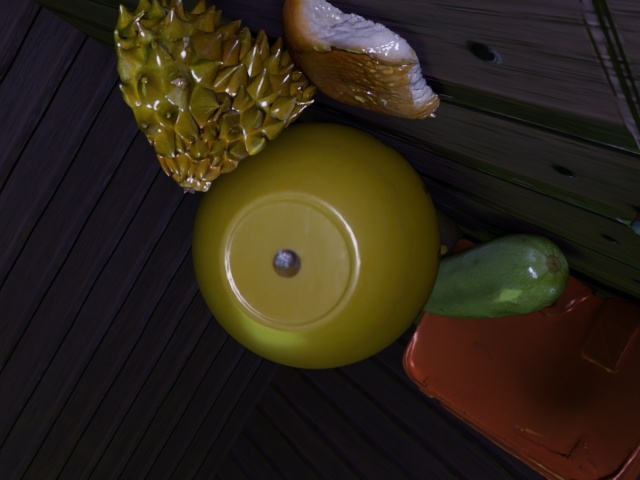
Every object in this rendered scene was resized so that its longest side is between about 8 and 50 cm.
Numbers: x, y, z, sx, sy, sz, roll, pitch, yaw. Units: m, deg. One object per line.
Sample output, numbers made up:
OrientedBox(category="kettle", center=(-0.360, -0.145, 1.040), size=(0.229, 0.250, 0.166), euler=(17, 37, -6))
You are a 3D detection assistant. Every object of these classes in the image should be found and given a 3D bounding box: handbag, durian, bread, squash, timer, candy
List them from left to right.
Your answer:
OrientedBox(category="durian", center=(-0.097, -0.145, 0.495), size=(0.186, 0.154, 0.260), euler=(42, -169, -27))
OrientedBox(category="timer", center=(0.000, 0.000, 0.801), size=(0.376, 0.376, 0.387), euler=(31, -170, 7))
OrientedBox(category="bread", center=(0.025, -0.130, 0.411), size=(0.126, 0.044, 0.129), euler=(30, 179, 23))
OrientedBox(category="squash", center=(0.240, 0.071, 0.865), size=(0.118, 0.118, 0.370), euler=(30, 159, -11))
OrientedBox(category="handbag", center=(0.351, 0.189, 0.904), size=(0.116, 0.303, 0.410), euler=(19, -174, -44))
OrientedBox(category="candy", center=(0.240, -0.014, 0.393), size=(0.030, 0.020, 0.083), euler=(28, 180, 10))

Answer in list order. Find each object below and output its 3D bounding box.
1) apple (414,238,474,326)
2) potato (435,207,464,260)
OrientedBox(category="apple", center=(0.335, 0.134, 1.297), size=(0.292, 0.254, 0.292), euler=(33, 180, 0))
OrientedBox(category="potato", center=(0.179, -0.007, 1.073), size=(0.251, 0.174, 0.159), euler=(22, 152, -26))
